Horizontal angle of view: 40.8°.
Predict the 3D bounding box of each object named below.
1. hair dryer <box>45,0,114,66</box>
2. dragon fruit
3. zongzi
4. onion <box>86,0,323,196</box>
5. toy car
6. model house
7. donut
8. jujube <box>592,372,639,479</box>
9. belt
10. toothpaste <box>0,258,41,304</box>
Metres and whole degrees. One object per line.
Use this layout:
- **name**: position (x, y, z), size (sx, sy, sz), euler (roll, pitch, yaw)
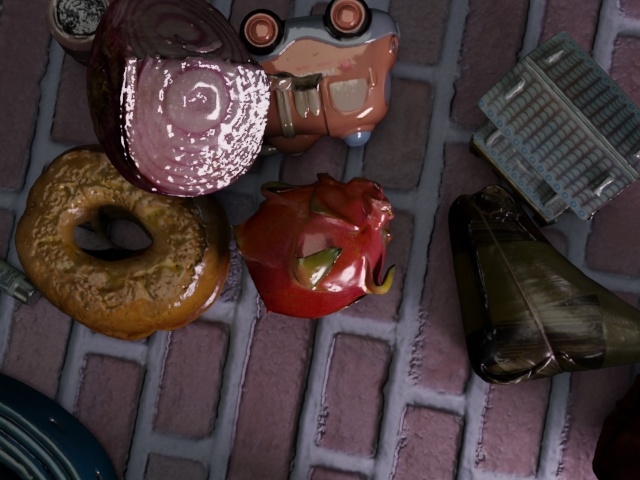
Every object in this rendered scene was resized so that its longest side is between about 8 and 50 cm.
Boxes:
- **hair dryer**: position (-0.272, -0.239, 1.325), size (0.107, 0.189, 0.344), euler (-43, 97, -5)
- **dragon fruit**: position (-0.004, 0.004, 1.244), size (0.227, 0.224, 0.224), euler (-17, 82, -5)
- **zongzi**: position (0.351, 0.046, 1.227), size (0.317, 0.154, 0.290), euler (-10, 81, 17)
- **onion**: position (-0.207, -0.204, 1.172), size (0.230, 0.272, 0.256), euler (44, 108, 43)
- **toy car**: position (-0.005, -0.239, 1.302), size (0.270, 0.180, 0.213), euler (-9, 93, 3)
- **model house**: position (0.350, -0.148, 1.243), size (0.198, 0.215, 0.224), euler (-40, 82, 0)
- **donut**: position (-0.298, -0.002, 1.298), size (0.317, 0.150, 0.299), euler (-11, 80, 2)
- **jujube**: position (0.562, 0.303, 1.161), size (0.376, 0.258, 0.259), euler (13, 84, -2)
- **belt**: position (-0.510, 0.358, 1.253), size (0.436, 0.173, 0.300), euler (29, 88, 7)
- **toothpaste**: position (-0.548, 0.028, 1.363), size (0.239, 0.039, 0.062), euler (30, 81, 8)
